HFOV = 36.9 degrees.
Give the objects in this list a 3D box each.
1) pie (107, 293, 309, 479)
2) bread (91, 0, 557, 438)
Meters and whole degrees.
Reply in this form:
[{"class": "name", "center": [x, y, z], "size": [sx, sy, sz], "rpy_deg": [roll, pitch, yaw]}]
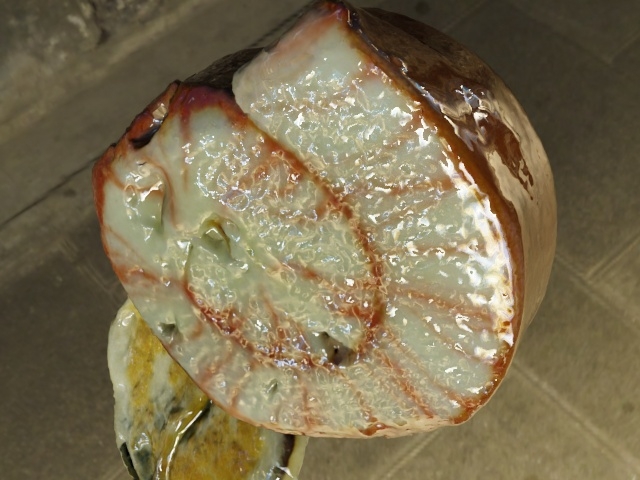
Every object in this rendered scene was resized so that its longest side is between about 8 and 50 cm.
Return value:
[{"class": "pie", "center": [-0.115, 0.156, 0.993], "size": [0.077, 0.339, 0.339], "rpy_deg": [4, 44, -40]}, {"class": "bread", "center": [0.000, 0.004, 0.669], "size": [0.327, 0.295, 0.114], "rpy_deg": [-21, 17, 38]}]
